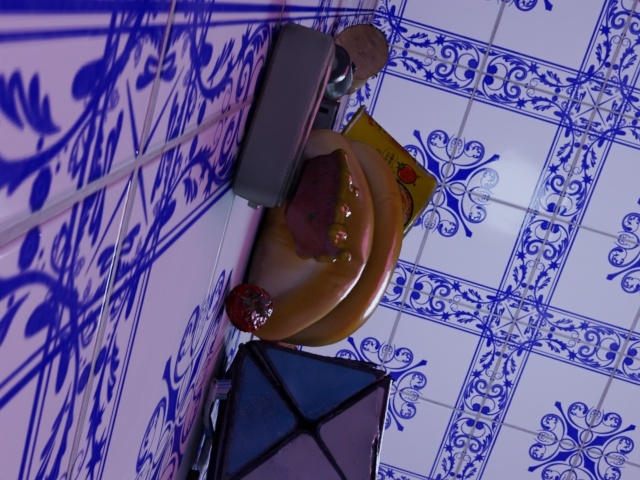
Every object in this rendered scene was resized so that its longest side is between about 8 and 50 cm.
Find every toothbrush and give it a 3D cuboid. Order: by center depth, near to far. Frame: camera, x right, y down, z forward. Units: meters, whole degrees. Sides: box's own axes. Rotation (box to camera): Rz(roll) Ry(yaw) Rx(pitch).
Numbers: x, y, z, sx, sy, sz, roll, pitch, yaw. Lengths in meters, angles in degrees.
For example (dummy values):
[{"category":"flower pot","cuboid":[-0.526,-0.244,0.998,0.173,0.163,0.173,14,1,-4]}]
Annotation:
[{"category":"toothbrush","cuboid":[-0.221,0.367,1.611,0.386,0.040,0.040,111,-2,-49]}]

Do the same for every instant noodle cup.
[{"category":"instant noodle cup","cuboid":[0.099,-0.112,1.919,0.326,0.254,0.325,-53,-177,4]}]

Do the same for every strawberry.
[{"category":"strawberry","cuboid":[-0.121,0.111,1.380,0.096,0.083,0.083,135,-26,-67]}]

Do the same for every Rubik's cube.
[{"category":"Rubik's cube","cuboid":[-0.058,0.390,1.622,0.310,0.305,0.307,127,-24,-65]}]

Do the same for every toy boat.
[{"category":"toy boat","cuboid":[0.005,-0.050,1.101,0.318,0.099,0.141,-78,-167,-73]}]

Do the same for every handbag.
[{"category":"handbag","cuboid":[-0.048,-0.163,1.134,0.219,0.079,0.256,-105,-146,-86]}]

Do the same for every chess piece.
[{"category":"chess piece","cuboid":[0.060,-0.400,1.940,0.301,0.137,0.137,162,-54,-79]}]

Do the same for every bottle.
[{"category":"bottle","cuboid":[0.030,-0.338,1.660,0.096,0.079,0.253,-36,180,3]}]

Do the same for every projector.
[{"category":"projector","cuboid":[0.000,-0.265,1.889,0.147,0.061,0.115,-66,172,-77]}]

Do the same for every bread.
[{"category":"bread","cuboid":[-0.025,-0.008,1.624,0.245,0.328,0.424,21,86,-47]}]

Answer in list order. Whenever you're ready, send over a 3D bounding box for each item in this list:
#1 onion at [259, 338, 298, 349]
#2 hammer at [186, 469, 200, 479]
[{"category":"onion","cuboid":[-0.137,0.254,2.219,0.150,0.140,0.150,63,4,-8]},{"category":"hammer","cuboid":[-0.292,0.603,1.544,0.111,0.043,0.366,102,3,-56]}]
